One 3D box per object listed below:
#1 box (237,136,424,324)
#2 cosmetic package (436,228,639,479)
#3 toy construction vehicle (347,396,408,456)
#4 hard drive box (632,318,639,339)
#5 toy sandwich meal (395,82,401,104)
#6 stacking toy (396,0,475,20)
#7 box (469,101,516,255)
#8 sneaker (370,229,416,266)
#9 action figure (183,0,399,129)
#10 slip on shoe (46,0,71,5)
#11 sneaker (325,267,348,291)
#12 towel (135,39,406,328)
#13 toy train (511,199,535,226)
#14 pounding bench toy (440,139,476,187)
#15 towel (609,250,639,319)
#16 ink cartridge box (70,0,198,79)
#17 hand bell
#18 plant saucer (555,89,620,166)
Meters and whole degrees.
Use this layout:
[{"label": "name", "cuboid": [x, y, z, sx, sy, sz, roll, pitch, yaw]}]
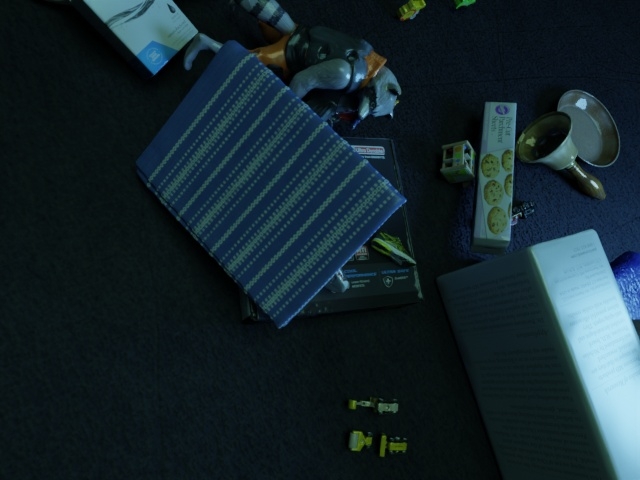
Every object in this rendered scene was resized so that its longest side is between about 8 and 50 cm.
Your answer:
[{"label": "box", "cuboid": [0.005, -0.026, 0.768, 0.296, 0.073, 0.293, -2, 76, -24]}, {"label": "cosmetic package", "cuboid": [0.380, 0.236, 0.757, 0.162, 0.230, 0.453, -12, 80, -26]}, {"label": "toy construction vehicle", "cuboid": [0.086, 0.286, 0.731, 0.098, 0.035, 0.085, 6, 83, -19]}, {"label": "hard drive box", "cuboid": [0.601, 0.227, 0.779, 0.089, 0.232, 0.181, -29, 93, -27]}, {"label": "toy sandwich meal", "cuboid": [0.118, -0.284, 0.914, 0.086, 0.029, 0.085, 7, 72, -21]}, {"label": "stacking toy", "cuboid": [0.226, -0.579, 1.041, 0.221, 0.052, 0.167, -23, 86, -29]}, {"label": "box", "cuboid": [0.336, -0.127, 0.917, 0.067, 0.063, 0.324, 8, 64, 13]}, {"label": "sneaker", "cuboid": [0.121, 0.011, 0.750, 0.083, 0.031, 0.035, 32, 64, -13]}, {"label": "action figure", "cuboid": [-0.033, -0.265, 0.727, 0.330, 0.178, 0.341, 22, 43, -2]}, {"label": "slip on shoe", "cuboid": [-0.310, -0.451, 0.752, 0.331, 0.101, 0.123, -23, 119, -16]}, {"label": "sneaker", "cuboid": [0.000, 0.000, 0.685, 0.065, 0.061, 0.158, -36, 91, -34]}, {"label": "towel", "cuboid": [-0.086, -0.080, 0.639, 0.336, 0.040, 0.243, 46, 105, 13]}, {"label": "toy train", "cuboid": [0.381, -0.045, 0.957, 0.158, 0.027, 0.036, -22, 94, -27]}, {"label": "pounding bench toy", "cuboid": [0.276, -0.148, 0.927, 0.083, 0.052, 0.065, 34, 58, -47]}, {"label": "towel", "cuboid": [0.585, 0.178, 0.955, 0.308, 0.076, 0.227, -26, 93, -28]}, {"label": "ink cartridge box", "cuboid": [-0.287, -0.345, 0.698, 0.104, 0.060, 0.180, -52, 122, -14]}, {"label": "hand bell", "cuboid": [0.555, -0.161, 1.036, 0.242, 0.126, 0.126, 31, 64, -25]}, {"label": "plant saucer", "cuboid": [0.622, -0.259, 1.117, 0.199, 0.036, 0.198, 7, 71, -21]}]
